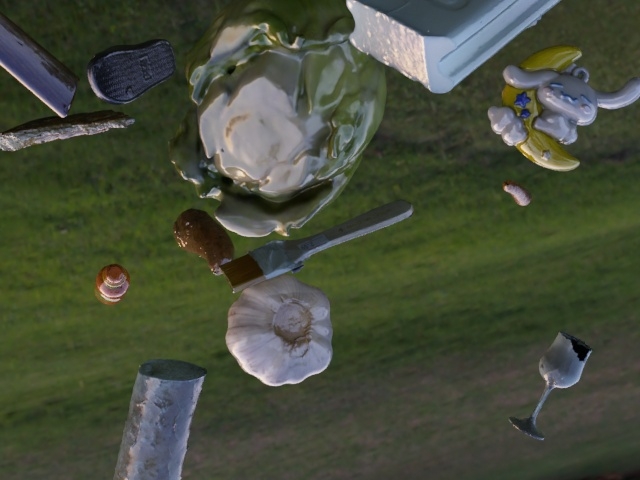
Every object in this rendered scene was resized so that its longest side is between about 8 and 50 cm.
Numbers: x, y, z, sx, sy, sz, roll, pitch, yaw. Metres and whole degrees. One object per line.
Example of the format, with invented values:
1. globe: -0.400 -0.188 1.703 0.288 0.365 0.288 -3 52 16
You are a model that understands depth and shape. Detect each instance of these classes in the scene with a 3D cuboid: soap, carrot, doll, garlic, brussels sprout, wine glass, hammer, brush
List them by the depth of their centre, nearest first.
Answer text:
1. soap: 0.193 -0.334 1.329 0.289 0.173 0.095 -40 147 -24
2. hammer: -0.489 -0.325 1.380 0.095 0.242 0.409 6 152 48
3. brush: 0.000 0.000 1.614 0.336 0.085 0.020 -22 129 -13
4. brussels sprout: -0.057 -0.250 1.722 0.425 0.342 0.361 -59 175 32
5. garlic: -0.087 0.170 1.744 0.199 0.199 0.226 -8 167 -28
6. wine glass: 0.430 0.268 1.838 0.079 0.079 0.195 13 106 -57
7. doll: 0.463 -0.266 1.924 0.237 0.252 0.111 -59 168 3
8. carrot: 0.408 -0.104 2.051 0.037 0.037 0.190 -25 164 16

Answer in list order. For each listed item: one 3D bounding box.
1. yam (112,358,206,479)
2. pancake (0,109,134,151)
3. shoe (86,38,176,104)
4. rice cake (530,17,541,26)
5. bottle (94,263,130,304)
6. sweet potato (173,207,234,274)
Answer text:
1. yam: -0.225 0.288 1.322 0.093 0.259 0.093 13 -172 -2
2. pancake: -0.490 -0.220 1.984 0.244 0.057 0.266 3 -161 28
3. shoe: -0.394 -0.340 1.980 0.093 0.108 0.241 3 -156 32
4. rice cake: 0.316 -0.421 1.891 0.124 0.038 0.211 17 168 -19
5. bottle: -0.404 0.079 1.918 0.069 0.069 0.187 -13 170 -17
6. sweet potato: -0.271 -0.012 2.167 0.092 0.114 0.341 -16 -164 -20
